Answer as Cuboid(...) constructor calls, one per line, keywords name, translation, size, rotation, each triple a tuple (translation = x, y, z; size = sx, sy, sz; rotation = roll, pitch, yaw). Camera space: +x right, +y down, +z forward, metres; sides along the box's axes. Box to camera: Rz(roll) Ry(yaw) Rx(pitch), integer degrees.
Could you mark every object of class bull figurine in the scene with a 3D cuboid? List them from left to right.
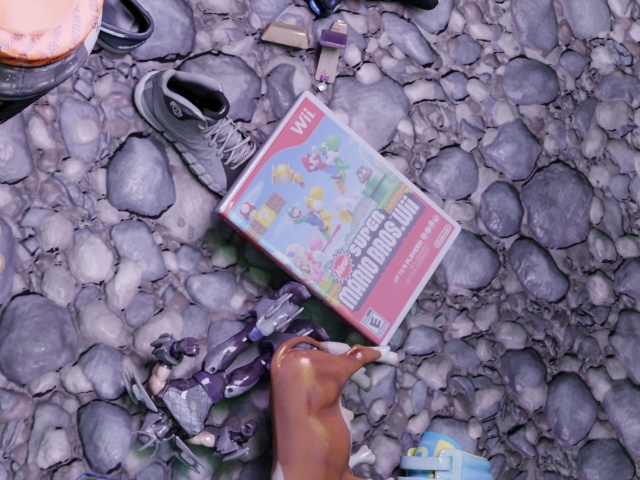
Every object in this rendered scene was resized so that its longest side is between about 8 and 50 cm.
Cuboid(name="bull figurine", translation=(0.003, 0.265, 1.719), size=(0.188, 0.101, 0.310), rotation=(-10, 109, -34))

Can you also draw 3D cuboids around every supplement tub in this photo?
Cuboid(name="supplement tub", translation=(-0.367, -0.242, 1.516), size=(0.207, 0.338, 0.207), rotation=(3, 83, -28))

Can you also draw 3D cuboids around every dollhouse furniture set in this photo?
Cuboid(name="dollhouse furniture set", translation=(-0.026, -0.256, 1.874), size=(0.114, 0.091, 0.081), rotation=(12, 121, -3))

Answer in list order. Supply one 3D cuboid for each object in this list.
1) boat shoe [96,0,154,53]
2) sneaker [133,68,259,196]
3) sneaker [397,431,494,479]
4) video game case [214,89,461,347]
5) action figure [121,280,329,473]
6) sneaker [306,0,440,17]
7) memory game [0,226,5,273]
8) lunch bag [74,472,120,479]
Cuboid(name="boat shoe", translation=(-0.314, -0.325, 1.697), size=(0.254, 0.079, 0.095), rotation=(42, 69, -17))
Cuboid(name="sneaker", translation=(-0.128, -0.133, 1.739), size=(0.229, 0.132, 0.086), rotation=(40, 69, -17))
Cuboid(name="sneaker", translation=(0.108, 0.367, 1.810), size=(0.319, 0.127, 0.208), rotation=(-10, 91, -37))
Cuboid(name="video game case", translation=(0.028, -0.026, 1.774), size=(0.285, 0.025, 0.204), rotation=(40, 70, -16))
Cuboid(name="action figure", translation=(-0.124, 0.170, 1.729), size=(0.285, 0.099, 0.185), rotation=(-39, 115, -20))
Cuboid(name="sneaker", translation=(0.053, -0.342, 1.890), size=(0.217, 0.079, 0.121), rotation=(28, 76, -13))
Cuboid(name="memory game", translation=(-0.462, 0.019, 1.623), size=(0.186, 0.012, 0.186), rotation=(3, 83, -27))
Cuboid(name="lunch bag", translation=(-0.235, 0.362, 1.582), size=(0.090, 0.219, 0.176), rotation=(-35, 101, -25))
